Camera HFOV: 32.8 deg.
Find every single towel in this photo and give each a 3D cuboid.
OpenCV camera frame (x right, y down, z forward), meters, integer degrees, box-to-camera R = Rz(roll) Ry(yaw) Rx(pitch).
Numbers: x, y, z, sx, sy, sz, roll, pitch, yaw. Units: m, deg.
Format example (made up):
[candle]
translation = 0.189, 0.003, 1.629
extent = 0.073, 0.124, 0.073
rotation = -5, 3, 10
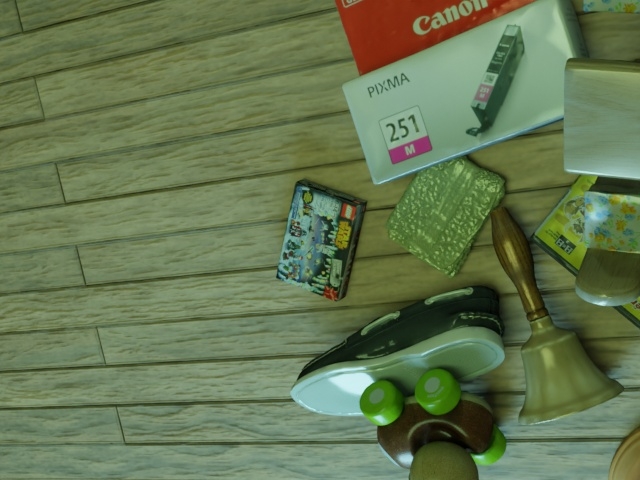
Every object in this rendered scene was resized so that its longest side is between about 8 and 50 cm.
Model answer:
[towel]
translation = 0.149, -0.038, 1.310
extent = 0.110, 0.027, 0.148
rotation = 35, 118, 15

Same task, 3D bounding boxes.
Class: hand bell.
[hand bell]
translation = 0.248, 0.076, 1.255
extent = 0.126, 0.126, 0.242
rotation = -21, 86, 30

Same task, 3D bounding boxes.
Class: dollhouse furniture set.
[dollhouse furniture set]
translation = 0.402, -0.078, 0.947
extent = 0.394, 0.256, 0.362
rotation = 8, 123, 23

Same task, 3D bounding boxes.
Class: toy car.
[toy car]
translation = 0.129, 0.275, 1.286
extent = 0.148, 0.188, 0.155
rotation = -17, 134, 30

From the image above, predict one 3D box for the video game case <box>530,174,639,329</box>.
[video game case]
translation = 0.409, -0.009, 1.181
extent = 0.275, 0.035, 0.248
rotation = 41, 118, 11

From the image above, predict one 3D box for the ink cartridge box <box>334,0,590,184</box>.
[ink cartridge box]
translation = 0.149, -0.218, 1.225
extent = 0.275, 0.060, 0.239
rotation = -19, 90, 30

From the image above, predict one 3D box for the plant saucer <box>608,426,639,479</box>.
[plant saucer]
translation = 0.430, 0.300, 1.257
extent = 0.199, 0.037, 0.200
rotation = 8, 107, 26

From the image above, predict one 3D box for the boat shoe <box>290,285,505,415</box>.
[boat shoe]
translation = 0.095, 0.140, 1.355
extent = 0.302, 0.091, 0.114
rotation = -18, 135, 29

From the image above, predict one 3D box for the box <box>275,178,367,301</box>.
[box]
translation = 0.000, 0.000, 1.396
extent = 0.093, 0.027, 0.137
rotation = 20, 112, 20
